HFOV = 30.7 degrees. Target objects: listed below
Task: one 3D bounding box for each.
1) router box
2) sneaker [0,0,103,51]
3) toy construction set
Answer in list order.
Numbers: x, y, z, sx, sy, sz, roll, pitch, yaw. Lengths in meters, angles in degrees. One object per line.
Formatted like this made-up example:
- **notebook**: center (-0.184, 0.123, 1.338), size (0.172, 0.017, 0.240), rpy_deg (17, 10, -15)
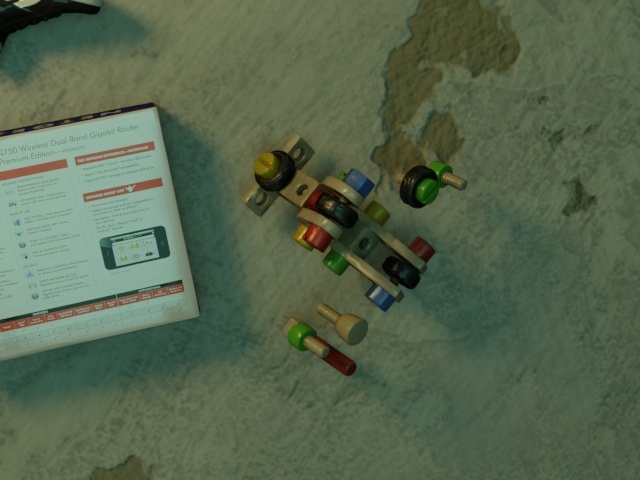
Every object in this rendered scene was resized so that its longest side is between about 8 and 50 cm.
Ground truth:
- **router box**: center (-0.356, -0.009, 1.589), size (0.335, 0.082, 0.301), rpy_deg (-12, 103, -9)
- **sneaker**: center (-0.399, -0.287, 1.533), size (0.216, 0.079, 0.121), rpy_deg (8, 103, -4)
- **toy construction set**: center (0.000, 0.000, 1.626), size (0.257, 0.237, 0.309), rpy_deg (4, 110, -47)
